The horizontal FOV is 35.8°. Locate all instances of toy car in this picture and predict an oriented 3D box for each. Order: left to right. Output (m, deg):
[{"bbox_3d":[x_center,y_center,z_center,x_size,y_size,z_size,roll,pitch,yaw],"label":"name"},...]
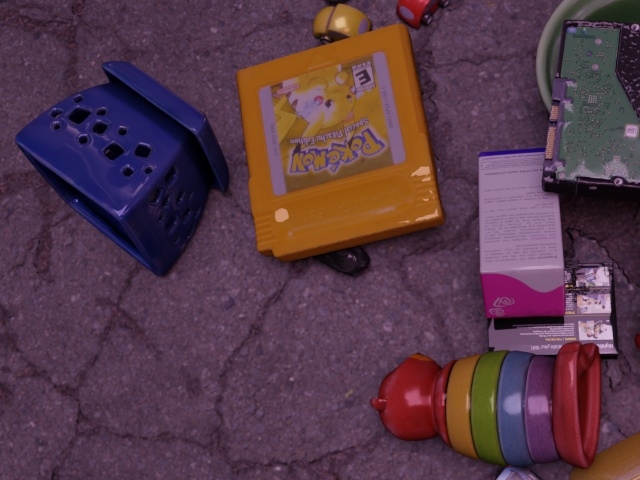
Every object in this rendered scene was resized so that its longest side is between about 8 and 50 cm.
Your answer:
[{"bbox_3d":[0.114,-0.311,1.578,0.239,0.053,0.225,-16,70,8],"label":"toy car"}]

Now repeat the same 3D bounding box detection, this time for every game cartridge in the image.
[{"bbox_3d":[0.022,-0.146,1.498,0.285,0.053,0.323,-14,68,15],"label":"game cartridge"}]

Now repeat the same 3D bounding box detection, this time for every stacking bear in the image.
[{"bbox_3d":[0.215,0.216,1.329,0.289,0.175,0.164,-2,83,26],"label":"stacking bear"}]

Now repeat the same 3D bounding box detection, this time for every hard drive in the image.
[{"bbox_3d":[0.471,-0.161,1.284,0.339,0.064,0.236,6,74,13],"label":"hard drive"}]

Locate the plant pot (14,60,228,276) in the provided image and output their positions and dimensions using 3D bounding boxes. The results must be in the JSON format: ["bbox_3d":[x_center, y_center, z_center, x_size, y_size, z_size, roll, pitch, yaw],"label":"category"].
[{"bbox_3d":[-0.283,-0.120,1.518,0.236,0.236,0.212,36,76,20],"label":"plant pot"}]

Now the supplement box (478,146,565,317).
[{"bbox_3d":[0.279,-0.012,1.376,0.114,0.111,0.220,-4,49,11],"label":"supplement box"}]

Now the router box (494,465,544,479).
[{"bbox_3d":[0.280,0.365,1.333,0.122,0.038,0.092,38,85,21],"label":"router box"}]

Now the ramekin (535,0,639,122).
[{"bbox_3d":[0.463,-0.225,1.421,0.303,0.148,0.303,-4,72,11],"label":"ramekin"}]

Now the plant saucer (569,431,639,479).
[{"bbox_3d":[0.542,0.361,1.254,0.333,0.081,0.333,-30,69,3],"label":"plant saucer"}]

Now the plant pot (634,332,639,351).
[{"bbox_3d":[0.510,0.088,1.295,0.191,0.191,0.174,15,86,17],"label":"plant pot"}]

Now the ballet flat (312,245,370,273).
[{"bbox_3d":[0.000,0.000,1.518,0.173,0.049,0.057,36,111,25],"label":"ballet flat"}]

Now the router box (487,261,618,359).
[{"bbox_3d":[0.325,0.101,1.403,0.179,0.046,0.133,-2,73,12],"label":"router box"}]
